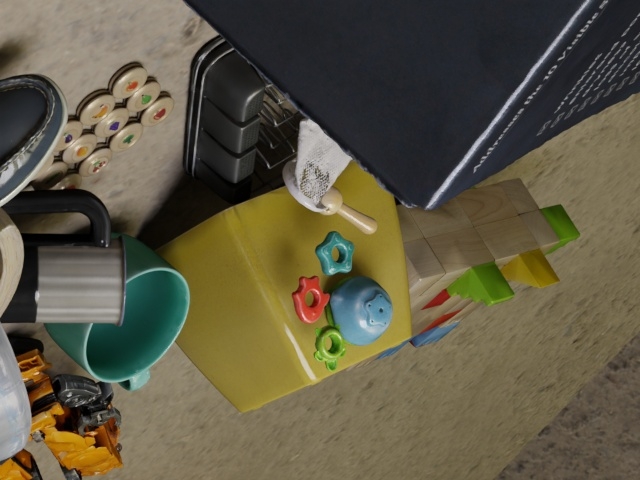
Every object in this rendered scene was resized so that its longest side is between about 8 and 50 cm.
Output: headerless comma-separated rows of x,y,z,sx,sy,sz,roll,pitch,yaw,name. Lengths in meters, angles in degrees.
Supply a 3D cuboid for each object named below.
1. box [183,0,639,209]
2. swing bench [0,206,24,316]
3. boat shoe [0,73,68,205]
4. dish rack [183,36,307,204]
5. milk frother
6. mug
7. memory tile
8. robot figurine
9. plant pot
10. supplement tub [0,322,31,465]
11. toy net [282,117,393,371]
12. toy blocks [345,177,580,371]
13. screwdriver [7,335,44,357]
0.198,-0.329,1.423,0.480,0.297,0.472,-53,169,30,box
-0.338,-0.053,1.245,0.165,0.253,0.255,-46,158,15,swing bench
-0.314,-0.054,1.507,0.254,0.095,0.079,-29,169,-3,boat shoe
0.000,-0.155,1.849,0.271,0.074,0.208,-32,158,-24,dish rack
-0.237,0.034,1.684,0.135,0.143,0.129,0,124,-12,milk frother
-0.210,0.069,1.864,0.129,0.097,0.157,-2,122,-49,mug
-0.200,-0.093,1.715,0.148,0.012,0.113,-40,158,0,memory tile
-0.304,0.196,1.973,0.211,0.085,0.291,-21,157,-3,robot figurine
-0.031,0.053,1.941,0.212,0.187,0.212,-23,177,-38,plant pot
-0.426,0.158,1.572,0.338,0.207,0.207,-27,155,-30,supplement tub
0.000,0.000,1.822,0.122,0.232,0.045,-25,-167,-35,toy net
0.101,0.053,2.307,0.381,0.190,0.261,-13,157,-50,toy blocks
-0.328,0.103,1.874,0.025,0.024,0.170,-17,167,27,screwdriver
